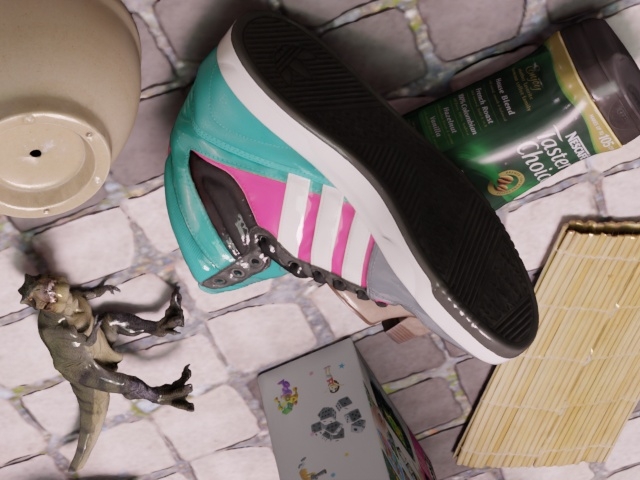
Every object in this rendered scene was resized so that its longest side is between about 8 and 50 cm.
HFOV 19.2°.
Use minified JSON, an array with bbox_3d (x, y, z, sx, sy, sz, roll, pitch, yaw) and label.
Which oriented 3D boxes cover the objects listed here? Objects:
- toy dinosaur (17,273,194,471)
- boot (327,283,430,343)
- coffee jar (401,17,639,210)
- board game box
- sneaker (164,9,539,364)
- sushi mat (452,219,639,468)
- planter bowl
[{"bbox_3d":[-0.162,0.094,1.491,0.118,0.064,0.268,-6,140,0],"label":"toy dinosaur"},{"bbox_3d":[0.070,0.034,1.509,0.087,0.042,0.118,-38,135,15],"label":"boot"},{"bbox_3d":[0.146,-0.083,1.369,0.184,0.079,0.096,-29,137,14],"label":"coffee jar"},{"bbox_3d":[0.055,0.267,1.555,0.097,0.303,0.224,-23,138,9],"label":"board game box"},{"bbox_3d":[0.000,0.000,1.323,0.295,0.124,0.178,47,131,-1],"label":"sneaker"},{"bbox_3d":[0.227,0.095,1.632,0.151,0.019,0.316,1,137,-19],"label":"sushi mat"},{"bbox_3d":[-0.192,-0.085,1.246,0.162,0.109,0.162,-8,137,-7],"label":"planter bowl"}]
